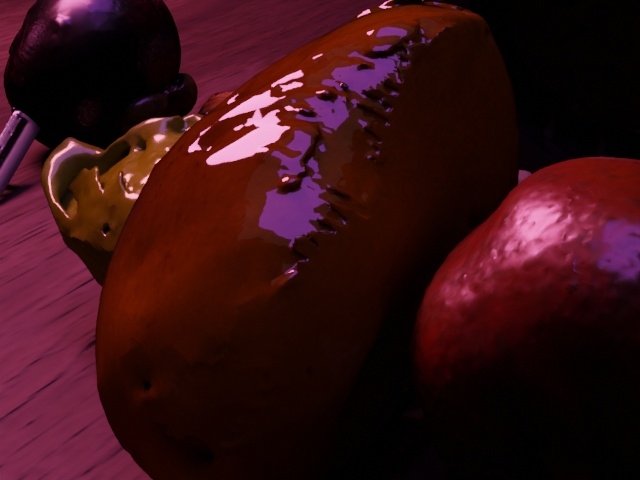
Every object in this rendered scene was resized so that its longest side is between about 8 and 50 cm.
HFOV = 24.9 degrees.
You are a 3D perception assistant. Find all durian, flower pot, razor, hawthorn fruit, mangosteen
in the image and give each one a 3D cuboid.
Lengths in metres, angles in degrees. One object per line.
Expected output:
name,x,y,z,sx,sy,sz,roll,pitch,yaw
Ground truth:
durian,-0.036,-0.003,0.770,0.250,0.101,0.139,2,35,8
flower pot,0.238,-0.178,1.032,0.293,0.294,0.330,3,13,11
razor,-0.318,-0.058,1.079,0.211,0.036,0.084,-1,38,16
hawthorn fruit,0.116,0.034,0.580,0.157,0.157,0.194,2,28,9
mangosteen,-0.167,-0.132,1.126,0.152,0.152,0.152,-1,19,0

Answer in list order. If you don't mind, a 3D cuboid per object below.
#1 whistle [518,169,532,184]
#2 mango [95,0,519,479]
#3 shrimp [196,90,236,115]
whistle,0.074,-0.016,0.883,0.258,0.067,0.126,3,12,-2
mango,0.000,0.000,0.619,0.249,0.151,0.156,-53,3,-20
shrimp,-0.042,-0.092,1.158,0.124,0.034,0.178,9,16,10
